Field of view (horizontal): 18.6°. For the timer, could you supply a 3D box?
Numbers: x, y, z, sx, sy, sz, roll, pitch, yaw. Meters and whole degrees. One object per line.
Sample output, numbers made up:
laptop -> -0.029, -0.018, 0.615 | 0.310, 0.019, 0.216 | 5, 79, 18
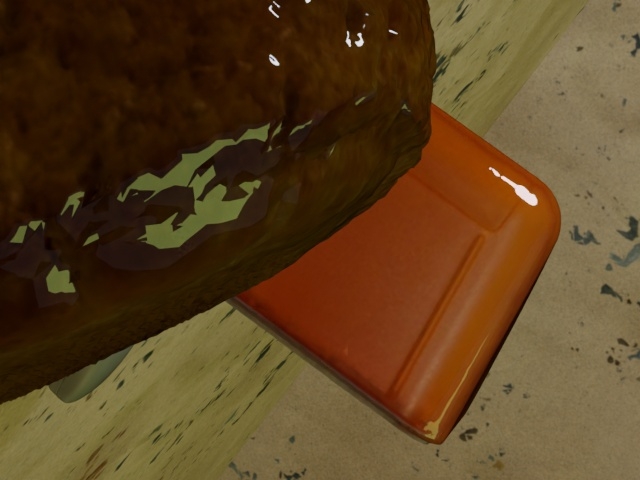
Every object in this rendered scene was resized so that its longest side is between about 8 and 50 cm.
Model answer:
timer -> 0.000, 0.000, 1.152 | 0.161, 0.257, 0.250 | -53, 173, -12

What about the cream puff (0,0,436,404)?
cream puff -> -0.109, -0.057, 0.652 | 0.303, 0.212, 0.303 | -27, 174, -3

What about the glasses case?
glasses case -> -0.171, 0.065, 1.577 | 0.076, 0.049, 0.197 | -43, 170, -40
